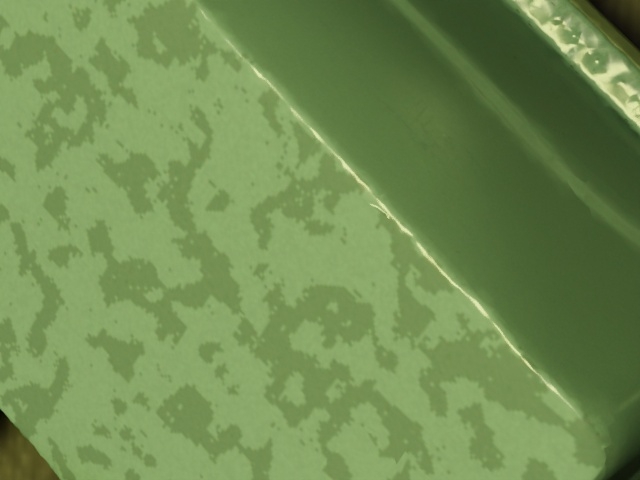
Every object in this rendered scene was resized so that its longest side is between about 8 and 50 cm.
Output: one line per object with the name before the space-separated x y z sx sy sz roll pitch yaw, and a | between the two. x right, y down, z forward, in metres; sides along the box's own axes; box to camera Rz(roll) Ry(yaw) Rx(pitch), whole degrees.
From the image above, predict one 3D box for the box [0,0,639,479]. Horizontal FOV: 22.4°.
box | 0.000 0.000 0.410 0.227 0.130 0.162 47 127 12
